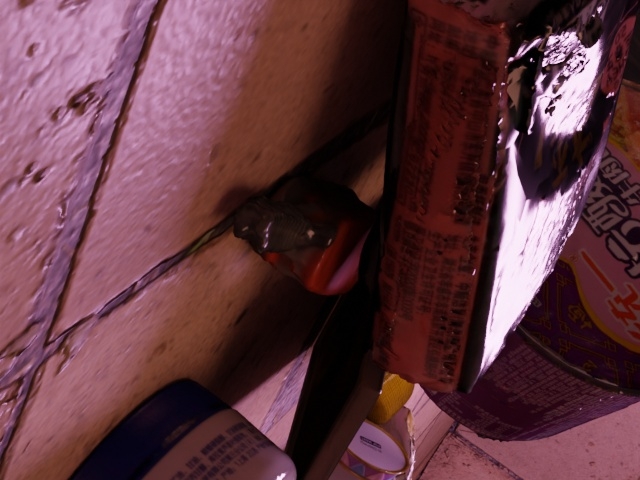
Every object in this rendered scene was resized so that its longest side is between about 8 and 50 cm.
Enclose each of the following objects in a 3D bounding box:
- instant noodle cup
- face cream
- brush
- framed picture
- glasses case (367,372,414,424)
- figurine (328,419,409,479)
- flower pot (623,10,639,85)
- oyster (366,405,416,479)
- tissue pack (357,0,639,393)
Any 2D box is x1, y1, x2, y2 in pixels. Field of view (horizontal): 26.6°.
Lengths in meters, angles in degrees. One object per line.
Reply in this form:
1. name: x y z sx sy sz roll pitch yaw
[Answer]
1. instant noodle cup: 0.237 0.041 1.336 0.340 0.340 0.266 -47 174 -31
2. face cream: -0.109 0.207 0.928 0.206 0.111 0.206 -50 169 -14
3. brush: 0.001 0.000 0.907 0.070 0.051 0.323 -56 168 7
4. framed picture: 0.018 0.101 1.090 0.289 0.020 0.211 -74 -171 -56
5. glasses case: 0.074 0.171 1.610 0.079 0.064 0.234 -39 165 -8
6. figurine: -0.003 0.336 1.608 0.263 0.142 0.189 -59 -173 22
7. flower pot: 0.380 -0.186 1.577 0.189 0.157 0.243 -44 163 -43
8. oyster: 0.069 0.310 1.734 0.222 0.083 0.214 -58 -149 -1
9. tissue pack: 0.116 -0.081 0.878 0.245 0.123 0.332 -50 156 -37
